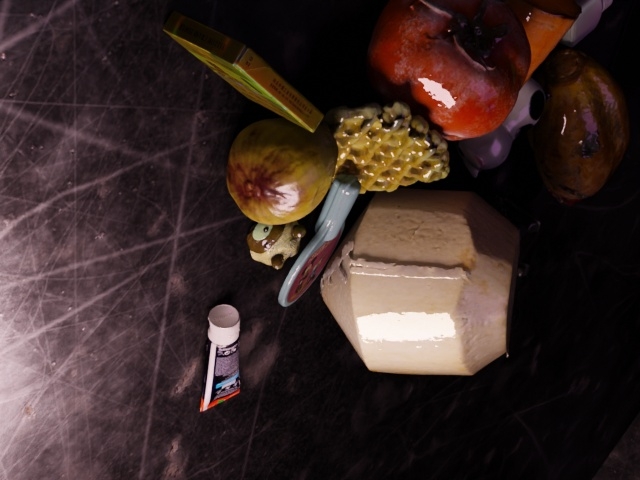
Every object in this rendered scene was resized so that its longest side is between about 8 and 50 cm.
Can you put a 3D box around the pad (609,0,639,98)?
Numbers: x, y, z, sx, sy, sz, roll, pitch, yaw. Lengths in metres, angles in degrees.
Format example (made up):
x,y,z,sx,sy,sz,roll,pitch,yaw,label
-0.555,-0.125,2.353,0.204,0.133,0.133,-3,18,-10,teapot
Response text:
x,y,z,sx,sy,sz,roll,pitch,yaw,label
0.630,-0.404,2.204,0.160,0.009,0.265,-11,123,-49,pad

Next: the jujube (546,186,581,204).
x,y,z,sx,sy,sz,roll,pitch,yaw,label
0.496,-0.148,2.157,0.166,0.104,0.104,-61,149,-16,jujube

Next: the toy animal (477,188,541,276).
x,y,z,sx,sy,sz,roll,pitch,yaw,label
0.301,0.022,1.988,0.115,0.146,0.245,6,110,-48,toy animal

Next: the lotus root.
x,y,z,sx,sy,sz,roll,pitch,yaw,label
0.444,-0.202,1.965,0.193,0.193,0.291,-42,144,-24,lotus root

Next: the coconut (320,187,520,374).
x,y,z,sx,sy,sz,roll,pitch,yaw,label
0.151,0.064,1.710,0.323,0.323,0.323,-33,140,-34,coconut

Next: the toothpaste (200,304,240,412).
x,y,z,sx,sy,sz,roll,pitch,yaw,label
-0.145,0.177,1.619,0.071,0.045,0.193,-25,142,-29,toothpaste

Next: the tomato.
x,y,z,sx,sy,sz,roll,pitch,yaw,label
0.173,-0.253,1.539,0.232,0.232,0.188,-33,180,-33,tomato

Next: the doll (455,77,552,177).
x,y,z,sx,sy,sz,roll,pitch,yaw,label
0.290,-0.197,1.831,0.180,0.107,0.110,-49,168,-3,doll

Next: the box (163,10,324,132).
x,y,z,sx,sy,sz,roll,pitch,yaw,label
-0.088,-0.197,1.308,0.030,0.121,0.193,-58,148,-2,box

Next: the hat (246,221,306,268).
x,y,z,sx,sy,sz,roll,pitch,yaw,label
-0.058,0.000,1.572,0.077,0.059,0.076,-46,150,-27,hat

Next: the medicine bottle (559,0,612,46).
x,y,z,sx,sy,sz,roll,pitch,yaw,label
0.451,-0.398,1.923,0.118,0.055,0.074,-40,143,-24,medicine bottle

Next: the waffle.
x,y,z,sx,sy,sz,roll,pitch,yaw,label
0.071,-0.129,1.534,0.223,0.204,0.054,42,47,-55,waffle

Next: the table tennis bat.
x,y,z,sx,sy,sz,roll,pitch,yaw,label
0.000,0.000,1.616,0.153,0.040,0.244,-43,164,-50,table tennis bat

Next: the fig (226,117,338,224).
x,y,z,sx,sy,sz,roll,pitch,yaw,label
-0.050,-0.091,1.428,0.121,0.153,0.136,-46,117,-71,fig

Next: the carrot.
x,y,z,sx,sy,sz,roll,pitch,yaw,label
0.285,-0.299,1.715,0.159,0.159,0.225,-15,138,-47,carrot
